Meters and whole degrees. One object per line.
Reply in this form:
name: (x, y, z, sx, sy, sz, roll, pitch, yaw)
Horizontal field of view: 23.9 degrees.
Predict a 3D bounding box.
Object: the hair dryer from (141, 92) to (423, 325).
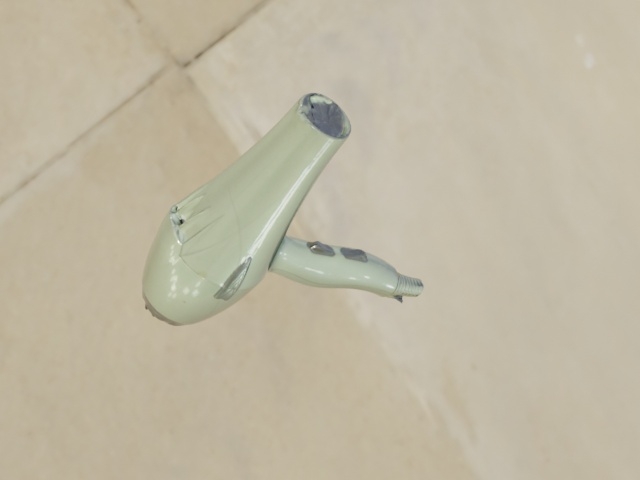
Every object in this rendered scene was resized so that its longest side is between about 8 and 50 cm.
hair dryer: (-0.005, -0.018, 1.078, 0.225, 0.219, 0.088, -1, 54, -18)
